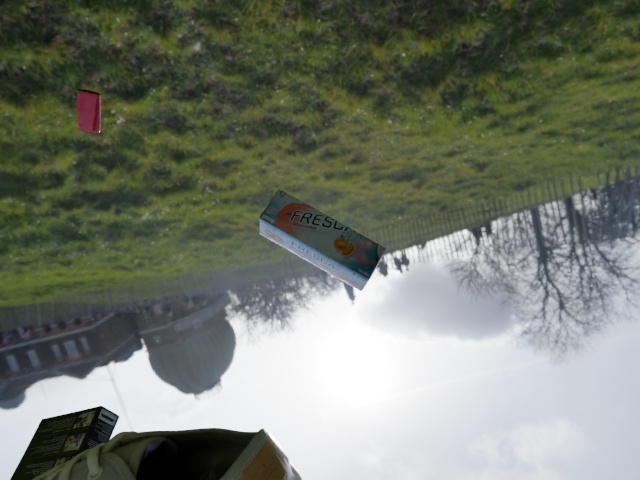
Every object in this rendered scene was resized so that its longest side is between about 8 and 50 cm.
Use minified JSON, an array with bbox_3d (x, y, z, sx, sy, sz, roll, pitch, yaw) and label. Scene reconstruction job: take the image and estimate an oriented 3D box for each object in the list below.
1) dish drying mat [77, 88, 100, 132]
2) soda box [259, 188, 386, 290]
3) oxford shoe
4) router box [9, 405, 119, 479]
[{"bbox_3d":[-0.346,-0.193,0.779,0.032,0.008,0.083,10,145,-17],"label":"dish drying mat"},{"bbox_3d":[0.000,0.000,0.769,0.058,0.183,0.063,-59,175,-22],"label":"soda box"},{"bbox_3d":[-0.212,0.255,0.499,0.449,0.130,0.169,-13,-175,18],"label":"oxford shoe"},{"bbox_3d":[-0.434,0.359,0.873,0.179,0.046,0.133,-19,-141,29],"label":"router box"}]
